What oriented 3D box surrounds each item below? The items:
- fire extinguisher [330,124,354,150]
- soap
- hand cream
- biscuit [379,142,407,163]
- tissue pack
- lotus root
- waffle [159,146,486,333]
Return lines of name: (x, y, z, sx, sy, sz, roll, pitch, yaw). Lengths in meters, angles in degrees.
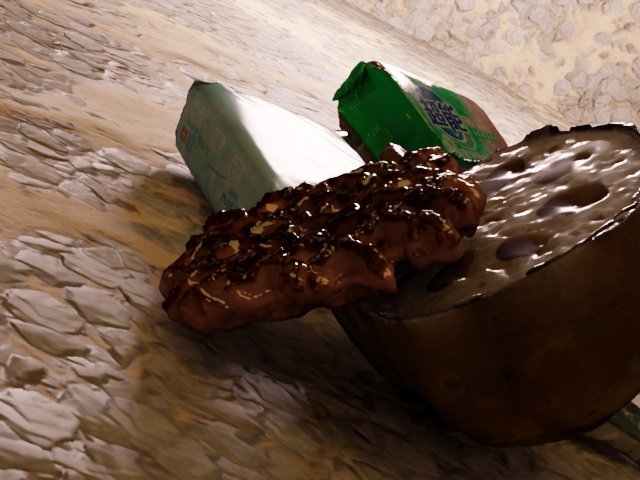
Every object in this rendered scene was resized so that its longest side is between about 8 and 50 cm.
fire extinguisher: (0.021, -0.113, 1.620, 0.056, 0.039, 0.132, 63, 20, 4)
soap: (0.136, -0.115, 1.638, 0.273, 0.098, 0.218, 12, 36, -57)
hand cream: (0.297, 0.167, 1.146, 0.248, 0.052, 0.075, 22, 17, -21)
biscuit: (0.163, 0.024, 1.281, 0.305, 0.038, 0.305, 43, 7, -7)
tissue pack: (-0.021, -0.039, 1.214, 0.177, 0.089, 0.263, 19, 20, -28)
lotus root: (0.140, 0.048, 0.971, 0.272, 0.272, 0.192, -111, 180, -68)
waffle: (0.000, 0.000, 0.941, 0.234, 0.055, 0.221, -17, 17, 5)
